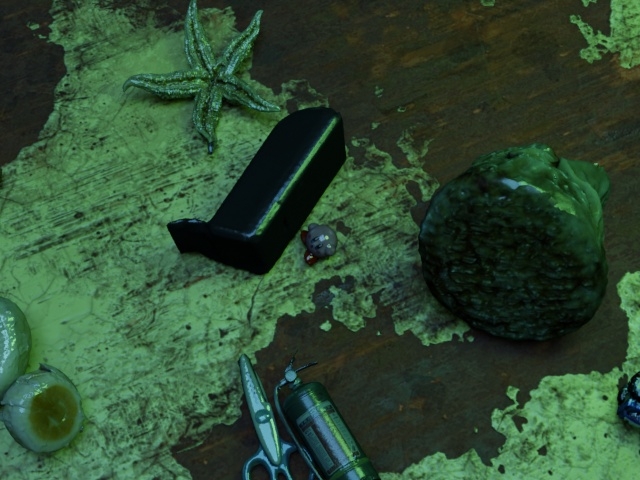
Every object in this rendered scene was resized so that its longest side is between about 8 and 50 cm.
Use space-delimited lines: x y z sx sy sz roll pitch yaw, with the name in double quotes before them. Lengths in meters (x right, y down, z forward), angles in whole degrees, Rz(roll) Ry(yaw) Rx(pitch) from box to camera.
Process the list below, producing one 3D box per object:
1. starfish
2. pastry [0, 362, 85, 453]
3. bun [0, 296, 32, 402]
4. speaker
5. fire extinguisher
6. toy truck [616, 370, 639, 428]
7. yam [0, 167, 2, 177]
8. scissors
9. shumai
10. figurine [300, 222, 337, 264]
"starfish" -0.225 -0.365 2.140 0.347 0.078 0.358 41 72 17
"pastry" -0.514 0.316 1.801 0.088 0.166 0.166 0 59 43
"bun" -0.664 0.206 1.848 0.243 0.153 0.244 0 85 0
"speaker" -0.118 -0.109 1.976 0.184 0.180 0.388 28 69 17
"fire extinguisher" -0.003 0.345 1.812 0.118 0.093 0.294 -30 69 -9
"toy truck" 0.669 0.325 1.811 0.208 0.113 0.126 10 67 6
"yam" -0.718 -0.047 2.015 0.056 0.057 0.241 8 64 4
"scissors" -0.108 0.349 1.839 0.138 0.041 0.289 -17 68 -6
"shumai" 0.385 -0.043 1.895 0.395 0.395 0.348 14 41 6
"figurine" 0.000 0.000 1.982 0.067 0.071 0.083 -5 67 -49
